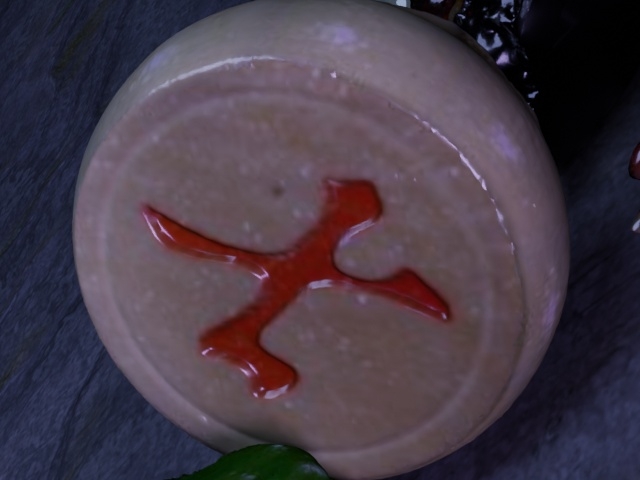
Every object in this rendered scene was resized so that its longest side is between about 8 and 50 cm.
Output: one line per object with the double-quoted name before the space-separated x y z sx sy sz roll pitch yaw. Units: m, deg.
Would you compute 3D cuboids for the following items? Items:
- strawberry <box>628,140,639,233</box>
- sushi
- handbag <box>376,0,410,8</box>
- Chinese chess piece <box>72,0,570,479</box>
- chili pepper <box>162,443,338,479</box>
"strawberry" 0.303 -0.033 0.810 0.253 0.150 0.280 14 69 43
"sushi" 0.150 -0.156 1.230 0.150 0.153 0.172 33 110 46
"handbag" 0.024 -0.117 1.478 0.241 0.109 0.315 -12 53 58
"Chinese chess piece" 0.000 0.000 1.097 0.338 0.338 0.140 -42 7 30
"chili pepper" -0.106 0.268 1.133 0.385 0.213 0.167 -33 7 36
